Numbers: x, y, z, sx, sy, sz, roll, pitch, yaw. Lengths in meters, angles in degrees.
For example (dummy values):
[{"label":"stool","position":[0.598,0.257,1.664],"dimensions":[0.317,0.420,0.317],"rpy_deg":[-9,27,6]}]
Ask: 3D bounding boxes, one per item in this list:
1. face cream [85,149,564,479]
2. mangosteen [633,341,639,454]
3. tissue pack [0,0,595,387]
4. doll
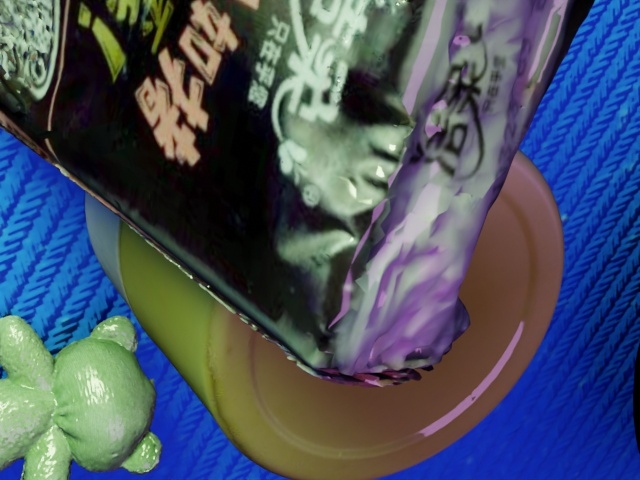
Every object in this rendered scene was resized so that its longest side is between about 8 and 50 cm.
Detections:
[{"label":"face cream","position":[0.000,0.000,0.876],"dimensions":[0.218,0.179,0.218],"rpy_deg":[-15,124,-23]},{"label":"mangosteen","position":[0.416,0.109,1.103],"dimensions":[0.382,0.382,0.435],"rpy_deg":[-61,161,13]},{"label":"tissue pack","position":[-0.036,-0.110,0.692],"dimensions":[0.123,0.332,0.245],"rpy_deg":[-3,118,-43]},{"label":"doll","position":[-0.171,0.101,0.918],"dimensions":[0.150,0.077,0.115],"rpy_deg":[-9,84,-14]}]
